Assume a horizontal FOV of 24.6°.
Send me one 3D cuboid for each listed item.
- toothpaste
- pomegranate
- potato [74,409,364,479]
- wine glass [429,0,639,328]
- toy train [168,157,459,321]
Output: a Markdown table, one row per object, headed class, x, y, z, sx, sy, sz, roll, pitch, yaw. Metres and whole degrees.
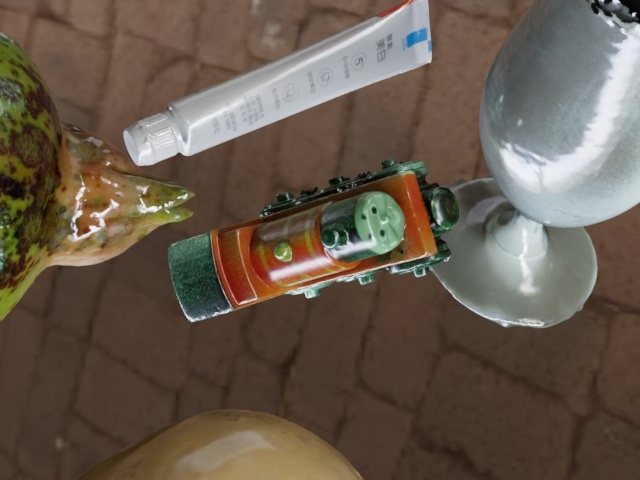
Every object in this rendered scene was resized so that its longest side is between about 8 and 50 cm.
| class | x | y | z | sx | sy | sz | roll | pitch | yaw |
| --- | --- | --- | --- | --- | --- | --- | --- | --- | --- |
| toothpaste | -0.020 | -0.087 | 0.823 | 0.031 | 0.190 | 0.048 | 46 | 153 | 45 |
| pomegranate | -0.239 | -0.046 | 1.008 | 0.204 | 0.276 | 0.222 | 50 | 138 | 24 |
| potato | -0.043 | 0.115 | 0.421 | 0.147 | 0.112 | 0.112 | -44 | 42 | -12 |
| wine glass | 0.120 | -0.056 | 0.694 | 0.222 | 0.103 | 0.103 | 110 | 144 | -52 |
| toy train | 0.000 | 0.000 | 0.530 | 0.103 | 0.064 | 0.044 | -16 | 89 | 41 |
